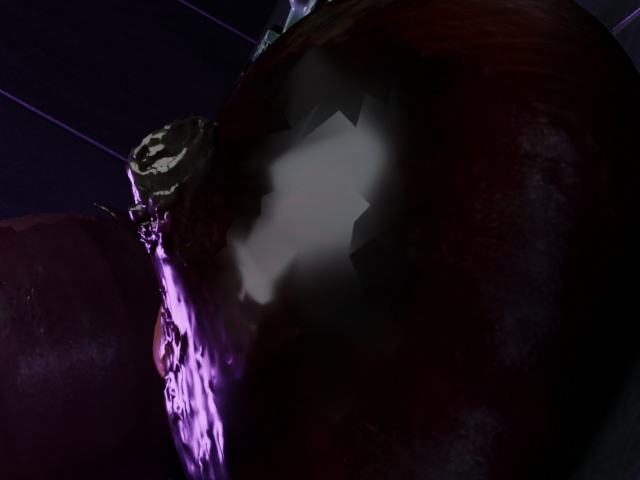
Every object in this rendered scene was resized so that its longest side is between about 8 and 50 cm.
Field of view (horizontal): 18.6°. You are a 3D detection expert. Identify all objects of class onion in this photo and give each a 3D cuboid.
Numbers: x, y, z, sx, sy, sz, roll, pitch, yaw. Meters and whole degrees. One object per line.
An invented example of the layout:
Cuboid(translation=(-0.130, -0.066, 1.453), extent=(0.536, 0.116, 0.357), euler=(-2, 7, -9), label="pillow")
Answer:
Cuboid(translation=(0.003, 0.010, 0.788), extent=(0.272, 0.195, 0.272), euler=(-52, 25, 37), label="onion")
Cuboid(translation=(-0.235, 0.126, 1.544), extent=(0.358, 0.345, 0.358), euler=(-31, -24, -16), label="onion")

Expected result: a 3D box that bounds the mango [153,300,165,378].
Cuboid(translation=(0.000, 0.000, 1.092), extent=(0.252, 0.126, 0.154), euler=(-57, 20, 23), label="mango")

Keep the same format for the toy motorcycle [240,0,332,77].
Cuboid(translation=(-0.012, -0.106, 1.610), extent=(0.331, 0.125, 0.196), euler=(-64, 9, 2), label="toy motorcycle")
